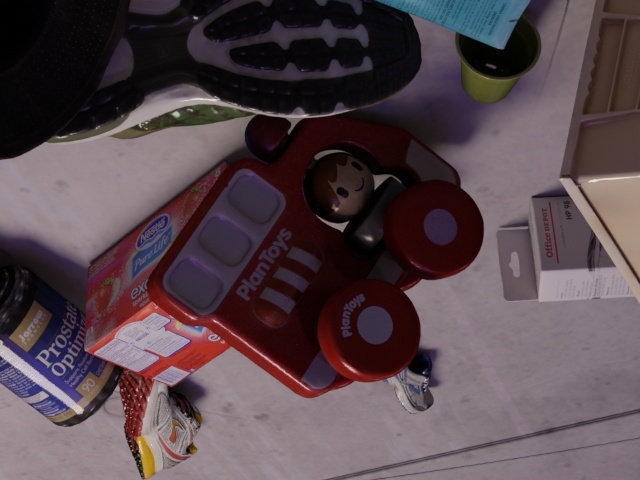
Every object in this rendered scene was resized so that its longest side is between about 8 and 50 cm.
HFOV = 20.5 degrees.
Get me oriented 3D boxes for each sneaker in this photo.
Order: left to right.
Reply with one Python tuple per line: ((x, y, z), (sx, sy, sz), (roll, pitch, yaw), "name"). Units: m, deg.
((-0.200, 0.210, 2.229), (0.093, 0.088, 0.225), (-18, 146, -14), "sneaker")
((-0.110, -0.171, 1.701), (0.410, 0.158, 0.182), (-4, 175, -1), "sneaker")
((0.117, 0.171, 2.209), (0.058, 0.052, 0.135), (-22, 140, 18), "sneaker")

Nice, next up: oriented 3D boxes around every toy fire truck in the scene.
((0.000, 0.000, 1.795), (0.254, 0.302, 0.169), (37, 162, -11), "toy fire truck")

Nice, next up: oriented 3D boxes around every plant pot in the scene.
((0.167, -0.173, 1.731), (0.083, 0.083, 0.079), (0, 155, -5), "plant pot")

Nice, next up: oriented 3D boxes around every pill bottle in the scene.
((-0.337, 0.106, 2.014), (0.123, 0.123, 0.219), (-29, 124, 31), "pill bottle")

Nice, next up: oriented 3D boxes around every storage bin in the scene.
((0.349, -0.101, 1.690), (0.123, 0.260, 0.262), (-3, 147, 30), "storage bin")

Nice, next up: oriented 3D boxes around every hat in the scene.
((-0.335, -0.227, 1.532), (0.331, 0.331, 0.134), (30, 169, -36), "hat")

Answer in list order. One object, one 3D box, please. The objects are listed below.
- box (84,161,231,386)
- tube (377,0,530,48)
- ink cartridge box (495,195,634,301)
((-0.136, 0.041, 1.953), (0.128, 0.122, 0.257), (26, 135, -34), "box")
((0.085, -0.234, 1.612), (0.207, 0.052, 0.080), (20, 145, -5), "tube")
((0.288, 0.007, 1.952), (0.180, 0.104, 0.060), (-3, 144, 0), "ink cartridge box")
